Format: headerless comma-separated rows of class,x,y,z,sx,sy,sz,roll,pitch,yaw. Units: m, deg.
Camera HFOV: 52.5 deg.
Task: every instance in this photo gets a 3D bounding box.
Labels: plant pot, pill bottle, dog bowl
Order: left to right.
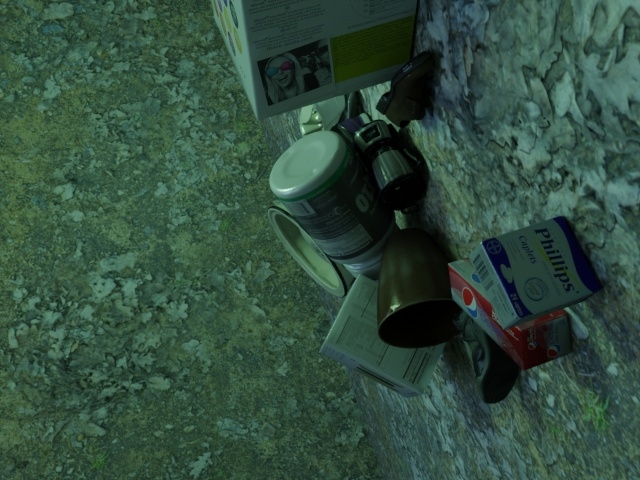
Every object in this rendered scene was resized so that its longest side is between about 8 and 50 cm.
dog bowl,0.000,0.000,2.283,0.408,0.150,0.408,45,164,17
pill bottle,0.055,-0.073,1.575,0.361,0.204,0.204,49,-175,-36
plant pot,0.218,0.092,1.470,0.215,0.215,0.230,85,178,-54

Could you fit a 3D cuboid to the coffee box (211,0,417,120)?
coffee box,-0.031,-0.506,1.264,0.334,0.338,0.337,88,161,-56

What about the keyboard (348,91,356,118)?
keyboard,0.086,-0.320,1.817,0.256,0.014,0.072,86,-159,-56

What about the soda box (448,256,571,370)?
soda box,0.324,0.115,1.148,0.263,0.092,0.083,-127,22,-63

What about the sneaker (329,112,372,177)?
sneaker,0.110,-0.197,1.686,0.107,0.124,0.283,86,162,-58

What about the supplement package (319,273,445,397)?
supplement package,0.161,0.246,1.640,0.263,0.198,0.199,27,164,4

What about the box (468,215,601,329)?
box,0.312,0.046,0.954,0.072,0.137,0.126,99,151,-68

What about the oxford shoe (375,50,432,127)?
oxford shoe,0.186,-0.293,1.281,0.096,0.083,0.227,48,165,6

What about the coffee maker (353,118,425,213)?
coffee maker,0.156,-0.166,1.501,0.171,0.120,0.178,87,163,-60

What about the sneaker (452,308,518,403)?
sneaker,0.333,0.212,1.317,0.130,0.087,0.227,-128,24,-68

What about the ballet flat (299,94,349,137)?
ballet flat,-0.004,-0.374,1.993,0.400,0.139,0.139,107,143,-74
